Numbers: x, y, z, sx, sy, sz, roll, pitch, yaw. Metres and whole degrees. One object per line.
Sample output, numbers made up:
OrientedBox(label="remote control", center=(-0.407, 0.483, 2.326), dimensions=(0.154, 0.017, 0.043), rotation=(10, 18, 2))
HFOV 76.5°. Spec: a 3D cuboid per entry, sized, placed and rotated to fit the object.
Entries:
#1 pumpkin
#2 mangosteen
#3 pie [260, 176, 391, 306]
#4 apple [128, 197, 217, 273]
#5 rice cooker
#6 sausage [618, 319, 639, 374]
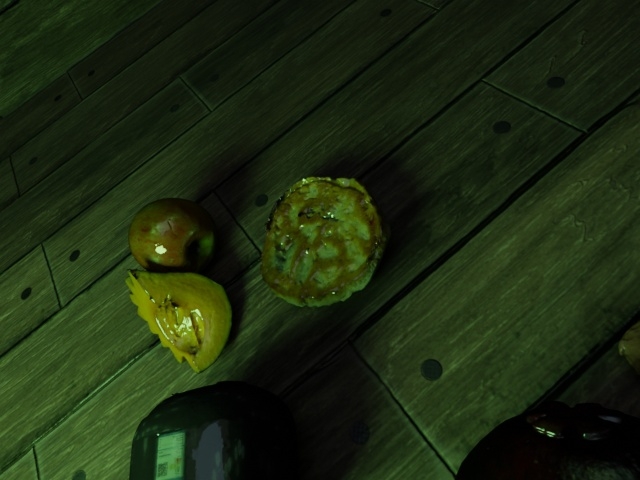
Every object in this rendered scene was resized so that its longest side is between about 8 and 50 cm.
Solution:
OrientedBox(label="pumpkin", center=(-0.292, 0.148, 0.880), dimensions=(0.149, 0.130, 0.254), rotation=(-37, 90, -34))
OrientedBox(label="mangosteen", center=(0.305, 0.362, 0.440), dimensions=(0.306, 0.307, 0.347), rotation=(-7, 87, 16))
OrientedBox(label="pie", center=(0.000, 0.000, 0.869), dimensions=(0.314, 0.092, 0.316), rotation=(-12, 59, 20))
OrientedBox(label="apple", center=(-0.338, -0.006, 0.928), dimensions=(0.195, 0.196, 0.196), rotation=(-9, 59, 15))
OrientedBox(label="rice cooker", center=(-0.162, 0.353, 0.628), dimensions=(0.267, 0.267, 0.225), rotation=(-18, 56, 10))
OrientedBox(label="sausage", center=(0.570, 0.097, 0.598), dimensions=(0.289, 0.086, 0.086), rotation=(-39, 56, -3))
